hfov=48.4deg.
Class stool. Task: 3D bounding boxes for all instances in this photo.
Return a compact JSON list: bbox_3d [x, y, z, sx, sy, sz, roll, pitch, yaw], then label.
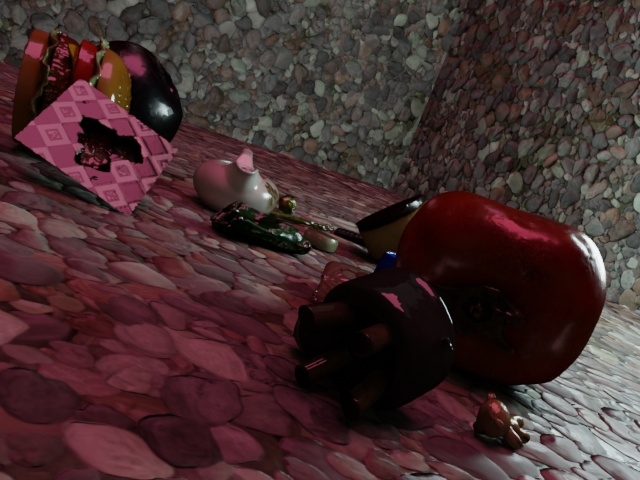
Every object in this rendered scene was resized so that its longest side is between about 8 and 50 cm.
[{"bbox_3d":[0.044,0.127,0.825,0.139,0.228,0.153,-16,77,-41],"label":"stool"}]

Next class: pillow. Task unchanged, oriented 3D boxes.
[{"bbox_3d":[0.058,0.094,1.229,0.135,0.049,0.248,21,14,2],"label":"pillow"}]

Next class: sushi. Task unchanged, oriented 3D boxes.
[{"bbox_3d":[-0.412,-0.166,1.324,0.231,0.047,0.219,37,42,-12],"label":"sushi"}]

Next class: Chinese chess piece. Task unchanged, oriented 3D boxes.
[{"bbox_3d":[0.000,0.000,1.649,0.084,0.034,0.084,22,8,-3],"label":"Chinese chess piece"}]

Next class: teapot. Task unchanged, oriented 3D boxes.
[{"bbox_3d":[-0.194,-0.135,1.662,0.204,0.139,0.298,16,11,-15],"label":"teapot"}]

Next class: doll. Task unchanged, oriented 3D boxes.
[{"bbox_3d":[0.231,0.225,0.879,0.093,0.051,0.061,13,41,-28],"label":"doll"}]

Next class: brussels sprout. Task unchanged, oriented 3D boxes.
[{"bbox_3d":[-0.091,-0.097,1.938,0.051,0.046,0.083,14,11,-4],"label":"brussels sprout"}]

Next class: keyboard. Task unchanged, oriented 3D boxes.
[{"bbox_3d":[0.222,0.029,1.929,0.381,0.041,0.103,22,10,3],"label":"keyboard"}]

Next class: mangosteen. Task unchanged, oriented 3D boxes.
[{"bbox_3d":[-0.494,-0.331,1.762,0.300,0.300,0.300,21,10,-4],"label":"mangosteen"}]

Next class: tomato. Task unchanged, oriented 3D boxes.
[{"bbox_3d":[0.276,0.075,1.135,0.325,0.293,0.290,16,19,18],"label":"tomato"}]

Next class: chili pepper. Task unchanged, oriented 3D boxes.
[{"bbox_3d":[-0.115,-0.018,1.436,0.216,0.062,0.108,19,17,-18],"label":"chili pepper"}]

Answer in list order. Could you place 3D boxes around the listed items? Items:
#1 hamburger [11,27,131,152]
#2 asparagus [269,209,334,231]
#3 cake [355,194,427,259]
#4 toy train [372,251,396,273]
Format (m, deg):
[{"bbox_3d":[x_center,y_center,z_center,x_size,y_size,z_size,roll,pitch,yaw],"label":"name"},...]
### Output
[{"bbox_3d":[-0.505,-0.295,1.481,0.212,0.274,0.274,11,12,-15],"label":"hamburger"},{"bbox_3d":[-0.058,-0.053,1.837,0.249,0.025,0.024,14,-30,-36],"label":"asparagus"},{"bbox_3d":[0.202,0.000,1.756,0.185,0.178,0.208,-20,3,35],"label":"cake"},{"bbox_3d":[0.213,0.089,1.455,0.131,0.082,0.204,30,11,40],"label":"toy train"}]
